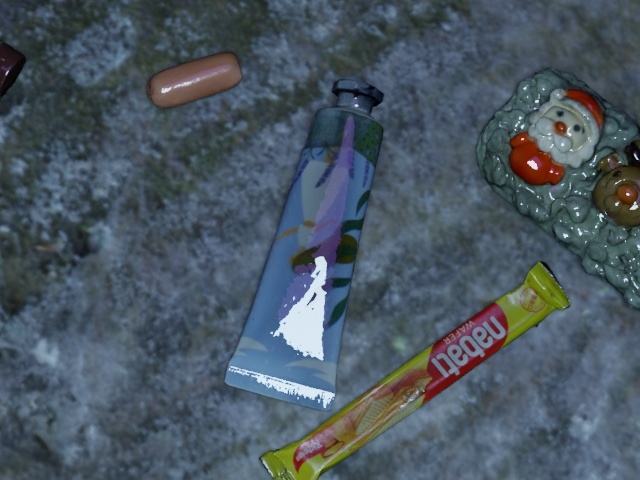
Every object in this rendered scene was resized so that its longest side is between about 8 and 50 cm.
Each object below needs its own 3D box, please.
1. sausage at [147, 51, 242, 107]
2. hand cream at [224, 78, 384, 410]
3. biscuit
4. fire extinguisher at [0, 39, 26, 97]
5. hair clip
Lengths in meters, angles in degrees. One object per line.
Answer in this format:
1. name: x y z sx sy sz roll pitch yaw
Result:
1. sausage: -0.106 -0.136 1.481 0.083 0.034 0.034 -19 77 -8
2. hand cream: 0.000 0.000 1.444 0.091 0.058 0.271 16 79 0
3. biscuit: 0.081 0.114 1.431 0.292 0.026 0.048 -34 73 -13
4. fire extinguisher: -0.324 -0.177 1.471 0.158 0.043 0.064 32 117 5
5. hair clip: 0.275 -0.017 1.448 0.321 0.091 0.138 40 78 8
